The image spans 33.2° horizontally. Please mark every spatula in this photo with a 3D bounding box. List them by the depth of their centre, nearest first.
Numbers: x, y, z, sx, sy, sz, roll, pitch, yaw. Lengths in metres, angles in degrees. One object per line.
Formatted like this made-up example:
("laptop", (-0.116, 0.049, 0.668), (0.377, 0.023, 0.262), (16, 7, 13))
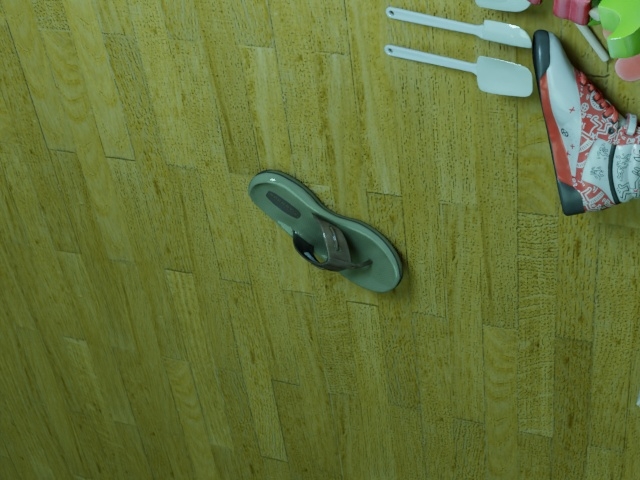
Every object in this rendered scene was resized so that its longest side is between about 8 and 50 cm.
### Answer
("spatula", (0.181, -0.290, 1.472), (0.242, 0.019, 0.168), (17, 135, 31))

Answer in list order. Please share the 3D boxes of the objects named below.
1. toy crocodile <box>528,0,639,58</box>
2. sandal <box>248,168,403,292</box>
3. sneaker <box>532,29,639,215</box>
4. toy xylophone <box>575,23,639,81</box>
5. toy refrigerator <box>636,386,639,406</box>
("toy crocodile", (0.251, -0.329, 1.253), (0.340, 0.105, 0.115), (38, 171, 20))
("sandal", (-0.002, 0.000, 1.799), (0.303, 0.086, 0.120), (33, 135, -2))
("sneaker", (0.379, -0.171, 1.466), (0.145, 0.090, 0.270), (-12, 110, 13))
("toy xylophone", (0.390, -0.321, 1.328), (0.322, 0.081, 0.236), (45, 134, -13))
("toy refrigerator", (0.594, 0.173, 1.631), (0.102, 0.094, 0.269), (27, 135, 4))
